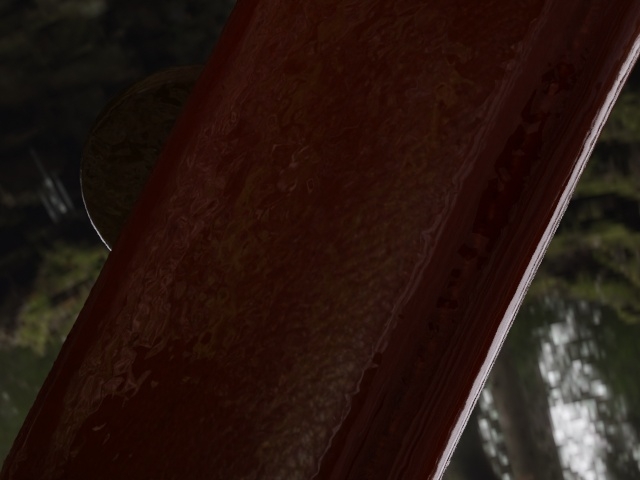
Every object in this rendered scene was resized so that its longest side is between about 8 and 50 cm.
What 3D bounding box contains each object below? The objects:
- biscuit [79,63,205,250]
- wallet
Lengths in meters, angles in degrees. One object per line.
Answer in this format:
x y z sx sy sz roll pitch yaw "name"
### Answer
-0.018 -0.020 1.035 0.236 0.180 0.039 13 -149 -1 "biscuit"
0.000 0.000 0.488 0.142 0.045 0.204 17 -102 48 "wallet"
